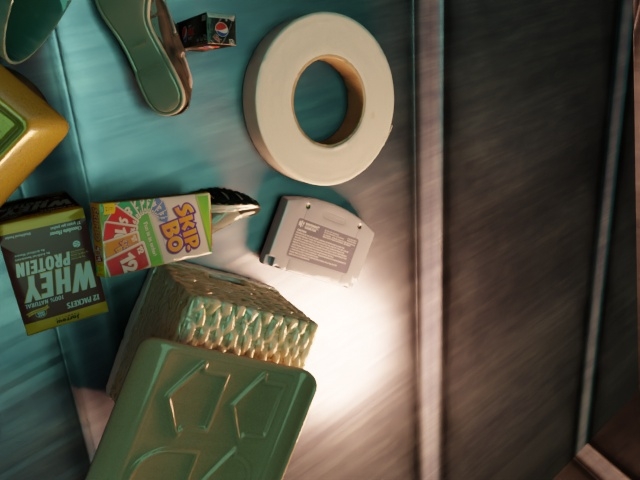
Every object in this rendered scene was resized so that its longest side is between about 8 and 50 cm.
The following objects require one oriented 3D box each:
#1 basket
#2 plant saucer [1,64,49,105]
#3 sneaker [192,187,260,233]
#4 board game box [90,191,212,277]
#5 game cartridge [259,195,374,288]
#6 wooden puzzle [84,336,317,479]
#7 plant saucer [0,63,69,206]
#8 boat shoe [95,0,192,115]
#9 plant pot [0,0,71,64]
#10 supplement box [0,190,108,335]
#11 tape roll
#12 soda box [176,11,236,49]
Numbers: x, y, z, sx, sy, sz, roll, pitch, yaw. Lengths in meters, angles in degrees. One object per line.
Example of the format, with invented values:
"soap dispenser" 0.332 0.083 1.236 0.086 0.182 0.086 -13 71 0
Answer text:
"basket" -0.223 0.245 1.104 0.328 0.266 0.331 20 90 -35
"plant saucer" -0.565 -0.202 0.889 0.198 0.036 0.199 -10 109 -32
"sneaker" -0.259 -0.043 1.111 0.271 0.100 0.108 -15 120 -24
"board game box" -0.289 -0.019 0.950 0.259 0.039 0.124 -16 109 -56
"game cartridge" 0.000 0.000 1.315 0.294 0.060 0.196 20 95 -36
"wooden puzzle" -0.210 0.350 0.935 0.347 0.080 0.322 22 89 -30
"plant saucer" -0.546 -0.141 0.647 0.333 0.081 0.333 46 68 -35
"boat shoe" -0.329 -0.400 0.972 0.112 0.095 0.335 -13 111 8
"plant pot" -0.488 -0.444 0.734 0.235 0.293 0.293 29 86 -20
"supplement box" -0.478 0.030 0.912 0.129 0.194 0.191 -17 112 -30
"tape roll" 0.007 -0.324 1.218 0.392 0.072 0.392 -10 108 -32
"soda box" -0.219 -0.393 0.986 0.060 0.169 0.053 -9 108 -32
